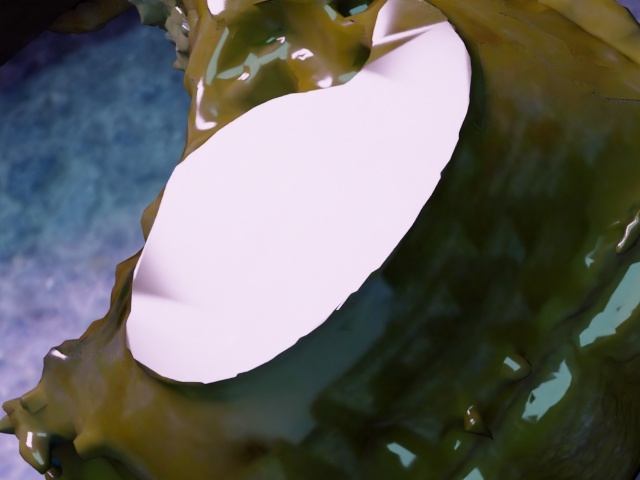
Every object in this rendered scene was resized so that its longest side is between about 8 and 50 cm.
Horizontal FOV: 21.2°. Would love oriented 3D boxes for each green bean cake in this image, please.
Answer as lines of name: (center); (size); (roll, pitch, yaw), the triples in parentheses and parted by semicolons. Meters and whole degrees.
green bean cake: (0.000, 0.000, 0.679); (0.285, 0.202, 0.310); (36, 83, 24)

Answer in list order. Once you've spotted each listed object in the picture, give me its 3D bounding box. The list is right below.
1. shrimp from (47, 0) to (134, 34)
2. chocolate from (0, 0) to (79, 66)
shrimp: (-0.091, -0.227, 0.854); (0.117, 0.066, 0.262); (17, 75, 19)
chocolate: (-0.147, -0.157, 0.776); (0.321, 0.112, 0.112); (-36, 65, 20)
